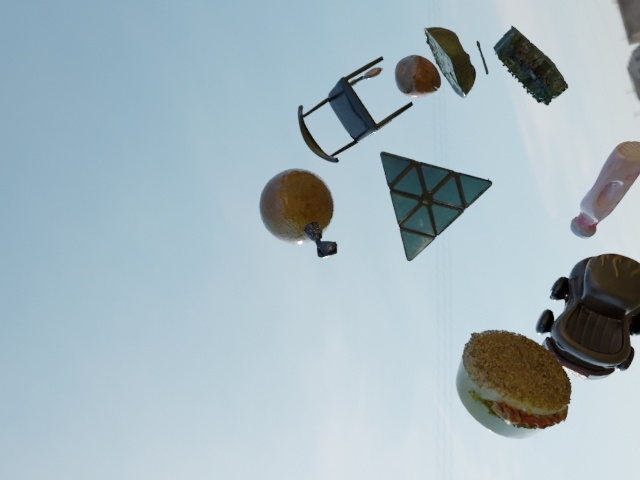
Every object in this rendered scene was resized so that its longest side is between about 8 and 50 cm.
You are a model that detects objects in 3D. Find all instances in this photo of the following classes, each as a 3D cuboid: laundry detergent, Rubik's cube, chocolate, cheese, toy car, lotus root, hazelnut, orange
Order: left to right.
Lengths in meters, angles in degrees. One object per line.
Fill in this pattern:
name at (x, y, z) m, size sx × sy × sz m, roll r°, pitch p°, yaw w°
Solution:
orange at (-0.082, -0.121, 2.414) m, size 0.274 × 0.274 × 0.274 m, roll 34°, pitch -131°, yaw -50°
chocolate at (-0.002, 0.003, 2.163) m, size 0.070 × 0.072 × 0.147 m, roll 15°, pitch -157°, yaw -30°
cheese at (0.138, -0.494, 2.094) m, size 0.017 × 0.111 × 0.047 m, roll 57°, pitch -164°, yaw -33°
hazelnut at (0.325, -0.541, 2.290) m, size 0.150 × 0.150 × 0.150 m, roll 34°, pitch -131°, yaw -50°
Rubik's cube at (0.293, -0.123, 1.933) m, size 0.228 × 0.233 × 0.228 m, roll -19°, pitch -127°, yaw -27°
lotus root at (0.347, -0.476, 1.806) m, size 0.203 × 0.078 × 0.183 m, roll 62°, pitch -174°, yaw 22°
toy car at (0.756, 0.194, 1.878) m, size 0.340 × 0.271 × 0.240 m, roll -61°, pitch -14°, yaw -20°
laundry detergent at (0.850, -0.141, 2.072) m, size 0.159 × 0.335 × 0.088 m, roll -14°, pitch -128°, yaw -28°

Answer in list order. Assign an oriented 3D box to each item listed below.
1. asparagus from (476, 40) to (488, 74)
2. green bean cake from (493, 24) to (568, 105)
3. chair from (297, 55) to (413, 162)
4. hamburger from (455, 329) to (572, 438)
asparagus at (0.555, -0.627, 2.385) m, size 0.016 × 0.013 × 0.166 m, roll 47°, pitch -150°, yaw -51°
green bean cake at (0.604, -0.507, 2.020) m, size 0.208 × 0.107 × 0.193 m, roll 37°, pitch -151°, yaw -23°
chair at (0.088, -0.355, 1.918) m, size 0.272 × 0.166 × 0.188 m, roll -35°, pitch -87°, yaw -20°
hamburger at (0.472, 0.339, 1.693) m, size 0.276 × 0.179 × 0.294 m, roll 6°, pitch -142°, yaw -21°
